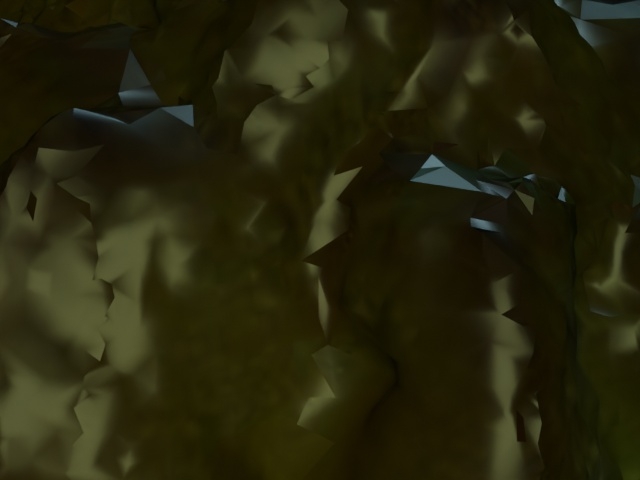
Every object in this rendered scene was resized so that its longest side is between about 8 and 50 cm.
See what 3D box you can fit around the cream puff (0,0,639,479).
[{"bbox_3d":[-0.004,0.015,0.413,0.244,0.196,0.244,-1,67,1],"label":"cream puff"}]
